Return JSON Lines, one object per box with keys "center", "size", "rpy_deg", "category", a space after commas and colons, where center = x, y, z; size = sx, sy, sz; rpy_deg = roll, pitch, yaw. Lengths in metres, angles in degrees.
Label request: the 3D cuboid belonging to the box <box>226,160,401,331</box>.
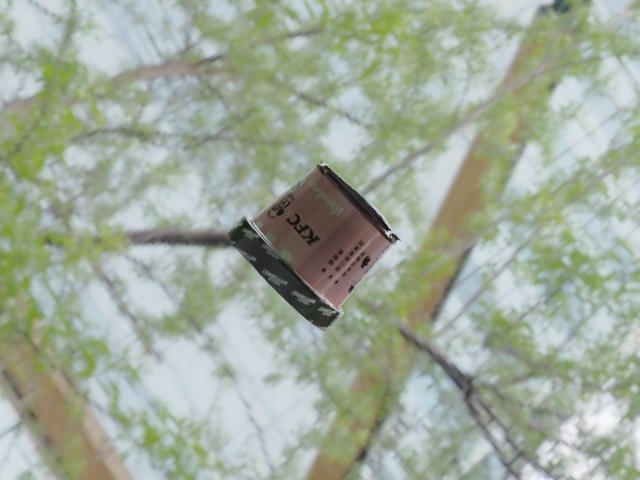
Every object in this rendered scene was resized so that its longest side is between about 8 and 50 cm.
{"center": [0.000, 0.000, 1.642], "size": [0.151, 0.135, 0.151], "rpy_deg": [47, 3, -3], "category": "box"}
